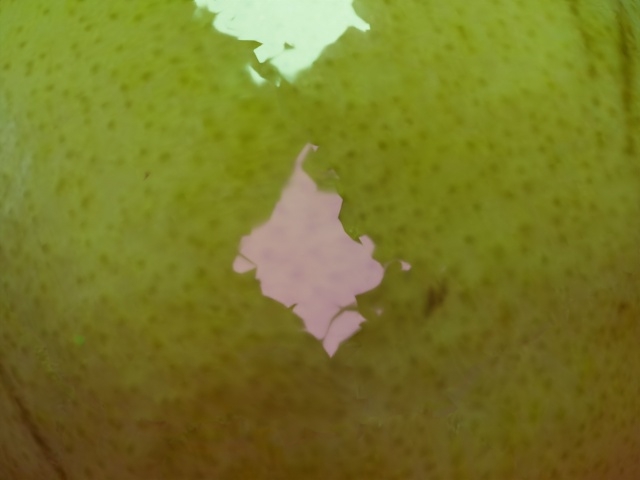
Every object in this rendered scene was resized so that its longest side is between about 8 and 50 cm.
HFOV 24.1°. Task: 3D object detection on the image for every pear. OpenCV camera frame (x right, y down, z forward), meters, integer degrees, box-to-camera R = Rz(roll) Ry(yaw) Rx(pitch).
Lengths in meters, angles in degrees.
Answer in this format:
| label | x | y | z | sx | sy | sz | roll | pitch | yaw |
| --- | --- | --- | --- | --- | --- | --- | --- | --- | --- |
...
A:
| label | x | y | z | sx | sy | sz | roll | pitch | yaw |
| --- | --- | --- | --- | --- | --- | --- | --- | --- | --- |
| pear | 0.000 | 0.000 | 0.539 | 0.314 | 0.314 | 0.314 | 0 | 89 | -6 |
